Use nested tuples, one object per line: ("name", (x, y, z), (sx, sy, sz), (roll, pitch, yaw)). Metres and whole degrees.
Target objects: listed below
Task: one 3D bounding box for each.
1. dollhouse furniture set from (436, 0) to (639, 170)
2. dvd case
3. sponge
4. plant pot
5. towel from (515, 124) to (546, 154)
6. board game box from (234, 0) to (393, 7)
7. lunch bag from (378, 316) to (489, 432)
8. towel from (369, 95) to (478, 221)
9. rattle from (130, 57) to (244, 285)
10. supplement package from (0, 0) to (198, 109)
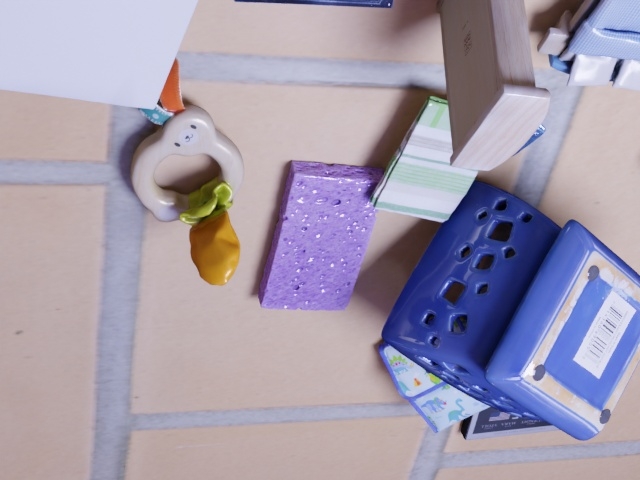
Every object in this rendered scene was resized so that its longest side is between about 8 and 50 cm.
("dollhouse furniture set", (0.297, -0.198, 0.958), (0.303, 0.198, 0.286), (4, 155, -13))
("dvd case", (0.316, 0.204, 1.493), (0.179, 0.030, 0.239), (-3, 130, -13))
("sponge", (0.000, 0.000, 1.225), (0.117, 0.031, 0.210), (2, 129, -19))
("plant pot", (0.255, 0.091, 1.199), (0.236, 0.212, 0.236), (35, 83, -34))
("towel", (0.204, -0.144, 1.162), (0.067, 0.029, 0.119), (-39, 129, 18))
("board game box", (0.009, -0.337, 0.930), (0.165, 0.042, 0.243), (-2, 130, -15))
("lunch bag", (0.172, 0.173, 1.382), (0.128, 0.096, 0.151), (-30, 112, 21))
("towel", (0.133, -0.092, 1.155), (0.113, 0.023, 0.152), (10, 125, -28))
("rattle", (-0.146, -0.071, 1.056), (0.130, 0.143, 0.200), (5, 137, 4))
("supplement package", (-0.206, -0.265, 0.835), (0.204, 0.145, 0.262), (3, 130, -36))
